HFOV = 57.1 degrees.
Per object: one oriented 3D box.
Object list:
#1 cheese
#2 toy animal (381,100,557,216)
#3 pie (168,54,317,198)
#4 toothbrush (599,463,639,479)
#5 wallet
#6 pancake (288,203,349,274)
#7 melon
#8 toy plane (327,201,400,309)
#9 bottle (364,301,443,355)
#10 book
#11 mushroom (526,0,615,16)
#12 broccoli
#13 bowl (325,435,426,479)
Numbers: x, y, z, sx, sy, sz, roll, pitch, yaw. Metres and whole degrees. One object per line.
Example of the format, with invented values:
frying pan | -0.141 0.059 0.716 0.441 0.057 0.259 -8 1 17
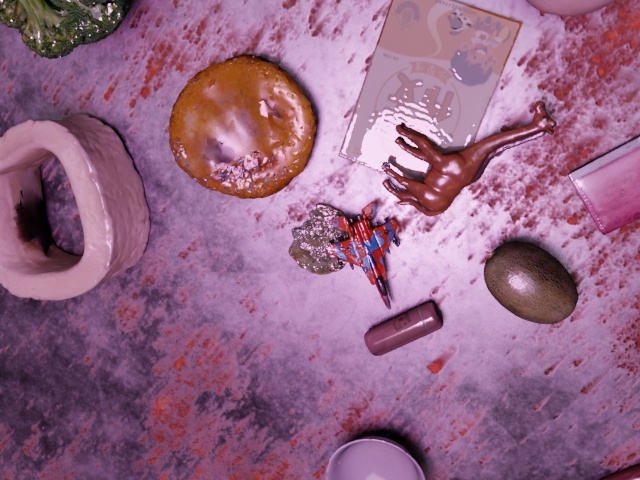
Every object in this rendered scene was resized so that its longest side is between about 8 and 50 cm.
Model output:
cheese | -0.491 -0.064 1.100 0.292 0.153 0.333 -1 102 14
toy animal | 0.226 -0.135 0.932 0.229 0.066 0.224 23 107 17
pie | -0.137 -0.192 1.027 0.273 0.069 0.274 4 104 15
toothbrush | 0.534 0.420 1.024 0.363 0.041 0.041 -30 95 18
wallet | 0.519 -0.111 0.907 0.232 0.025 0.119 -30 94 18
pancake | 0.004 0.004 1.063 0.116 0.022 0.129 44 108 -3
melon | 0.334 0.065 0.948 0.167 0.114 0.114 37 109 3
toy plane | 0.088 0.034 1.028 0.130 0.061 0.189 -22 109 -2
bottle | 0.148 0.158 1.048 0.140 0.053 0.053 -28 95 18
book | 0.172 -0.242 0.966 0.207 0.020 0.296 21 107 7
mushroom | 0.360 -0.413 0.811 0.206 0.209 0.207 -6 120 -10
broccoli | -0.430 -0.460 0.942 0.307 0.275 0.308 -7 76 28
bowl | 0.110 0.435 1.107 0.188 0.086 0.189 4 106 14
